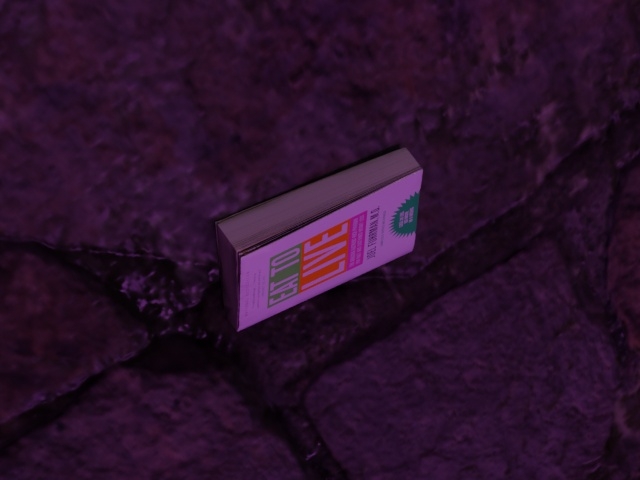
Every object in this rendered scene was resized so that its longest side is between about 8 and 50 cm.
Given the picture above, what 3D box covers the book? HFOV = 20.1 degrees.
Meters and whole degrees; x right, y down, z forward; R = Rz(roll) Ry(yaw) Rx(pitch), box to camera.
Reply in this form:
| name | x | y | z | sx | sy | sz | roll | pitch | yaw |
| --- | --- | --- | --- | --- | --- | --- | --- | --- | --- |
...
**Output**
| name | x | y | z | sx | sy | sz | roll | pitch | yaw |
| --- | --- | --- | --- | --- | --- | --- | --- | --- | --- |
| book | 0.000 | 0.000 | 1.239 | 0.144 | 0.035 | 0.096 | -25 | 147 | -19 |
